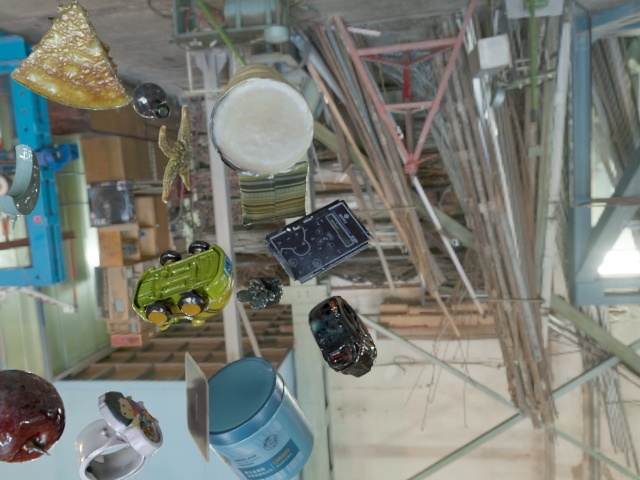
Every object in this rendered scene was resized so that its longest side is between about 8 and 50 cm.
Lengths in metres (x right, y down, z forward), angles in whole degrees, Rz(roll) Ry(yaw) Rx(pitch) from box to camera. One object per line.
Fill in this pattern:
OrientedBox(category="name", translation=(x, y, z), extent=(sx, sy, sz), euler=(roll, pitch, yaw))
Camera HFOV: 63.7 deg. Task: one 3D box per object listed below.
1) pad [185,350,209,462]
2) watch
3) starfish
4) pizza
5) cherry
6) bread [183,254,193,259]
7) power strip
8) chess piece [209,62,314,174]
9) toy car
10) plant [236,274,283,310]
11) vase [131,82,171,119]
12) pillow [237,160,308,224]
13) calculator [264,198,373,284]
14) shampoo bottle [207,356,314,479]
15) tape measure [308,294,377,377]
OrientedBox(category="pad", translation=(-0.330, 0.443, 1.373), extent=(0.002, 0.266, 0.176), euler=(-8, -160, -32))
OrientedBox(category="watch", translation=(-0.627, 0.595, 1.545), extent=(0.231, 0.244, 0.196), euler=(-37, -137, 2))
OrientedBox(category="starfish", translation=(-0.389, -0.235, 1.375), extent=(0.050, 0.247, 0.138), euler=(8, -158, 16))
OrientedBox(category="pizza", translation=(-0.423, -0.326, 0.910), extent=(0.201, 0.193, 0.053), euler=(17, -146, -21))
OrientedBox(category="cherry", translation=(-0.789, 0.446, 1.328), extent=(0.300, 0.203, 0.230), euler=(35, 179, 30))
OrientedBox(category="bread", translation=(-0.381, 0.097, 1.536), extent=(0.132, 0.103, 0.172), euler=(-5, -160, 28))
OrientedBox(category="power strip", translation=(-0.764, -0.127, 1.309), extent=(0.044, 0.216, 0.137), euler=(2, 146, -9))
OrientedBox(category="chess piece", translation=(-0.098, -0.211, 0.801), extent=(0.143, 0.142, 0.261), euler=(-5, -150, -8))
OrientedBox(category="toy car", translation=(-0.306, 0.121, 1.205), extent=(0.248, 0.142, 0.200), euler=(-16, -139, 14))
OrientedBox(category="plant", translation=(-0.256, 0.230, 2.278), extent=(0.146, 0.149, 0.274), euler=(-12, -179, 15))
OrientedBox(category="vase", translation=(-0.559, -0.458, 1.728), extent=(0.120, 0.120, 0.183), euler=(-8, -148, -35))
OrientedBox(category="pillow", translation=(-0.138, -0.137, 1.541), extent=(0.208, 0.212, 0.052), euler=(-11, -134, -14))
OrientedBox(category="calculator", translation=(0.000, 0.000, 1.378), extent=(0.274, 0.165, 0.028), euler=(-28, 161, -28))
OrientedBox(category="shampoo bottle", translation=(-0.231, 0.652, 1.839), extent=(0.331, 0.342, 0.331), euler=(-20, -150, 12))
OrientedBox(category="tape measure", translation=(0.061, 0.254, 1.388), extent=(0.135, 0.223, 0.202), euler=(-34, 145, 12))
